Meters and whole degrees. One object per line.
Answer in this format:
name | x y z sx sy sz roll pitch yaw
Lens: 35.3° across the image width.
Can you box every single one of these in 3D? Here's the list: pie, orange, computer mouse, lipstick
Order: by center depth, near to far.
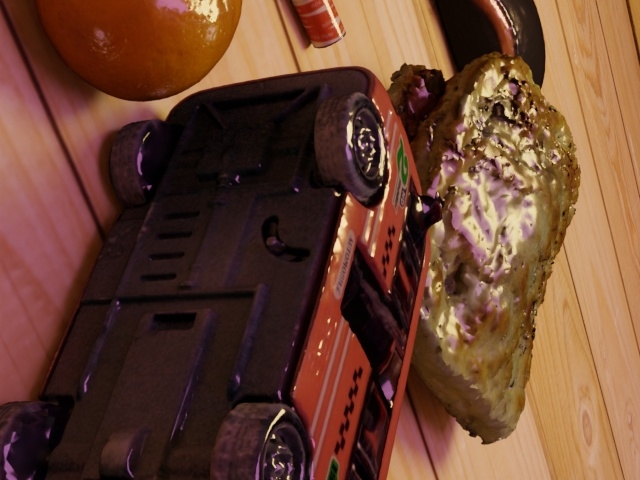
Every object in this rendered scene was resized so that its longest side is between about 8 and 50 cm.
orange | -0.124 -0.176 0.701 0.156 0.124 0.156 22 66 -62
lipstick | -0.016 -0.257 1.005 0.131 0.038 0.038 62 34 -32
pie | 0.179 0.009 1.158 0.395 0.180 0.418 33 60 -54
computer mouse | 0.249 -0.317 1.431 0.323 0.116 0.183 65 28 -27

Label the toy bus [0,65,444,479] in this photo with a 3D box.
toy bus | -0.049 0.089 0.697 0.233 0.203 0.427 59 37 -44
